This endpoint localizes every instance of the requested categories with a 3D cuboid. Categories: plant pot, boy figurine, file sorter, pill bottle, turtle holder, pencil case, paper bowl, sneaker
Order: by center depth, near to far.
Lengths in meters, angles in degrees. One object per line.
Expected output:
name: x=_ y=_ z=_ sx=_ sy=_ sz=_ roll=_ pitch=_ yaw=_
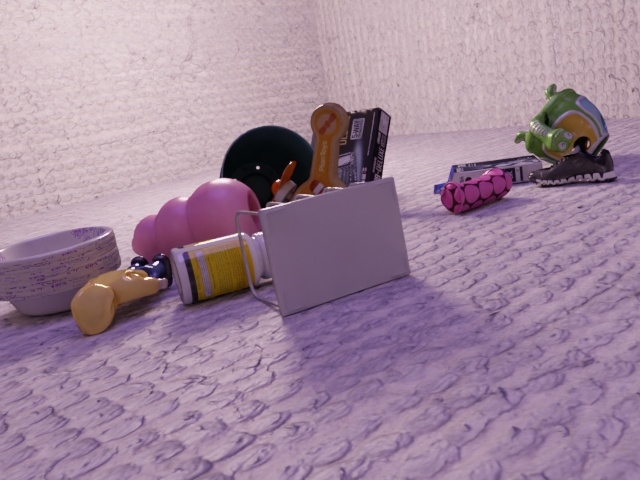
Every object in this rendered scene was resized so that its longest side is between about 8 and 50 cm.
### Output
file sorter: x=0.000 y=0.000 z=1.229 sx=0.277 sy=0.193 sz=0.173 roll=-16 pitch=12 yaw=-25
boy figurine: x=-0.402 y=0.102 z=1.299 sx=0.177 sy=0.092 sz=0.285 roll=-6 pitch=15 yaw=13
pill bottle: x=-0.194 y=0.050 z=1.305 sx=0.208 sy=0.119 sz=0.119 roll=-14 pitch=14 yaw=-19
paper bowl: x=-0.596 y=0.073 z=1.434 sx=0.284 sy=0.148 sz=0.284 roll=-9 pitch=14 yaw=2
pencil case: x=0.416 y=-0.137 z=1.715 sx=0.209 sy=0.095 sz=0.098 roll=-17 pitch=50 yaw=-35
sneaker: x=0.705 y=-0.213 z=1.785 sx=0.234 sy=0.106 sz=0.078 roll=-2 pitch=14 yaw=29
plant pot: x=-0.166 y=-0.165 z=1.863 sx=0.293 sy=0.293 sz=0.235 roll=-14 pitch=-1 yaw=-19
turtle holder: x=0.778 y=-0.355 z=2.002 sx=0.227 sy=0.243 sz=0.320 roll=40 pitch=4 yaw=22

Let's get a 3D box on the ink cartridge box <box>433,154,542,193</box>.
ink cartridge box: x=0.520 y=-0.211 z=2.005 sx=0.332 sy=0.065 sz=0.165 roll=-8 pitch=14 yaw=12

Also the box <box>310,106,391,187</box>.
box: x=0.075 y=-0.235 z=1.912 sx=0.242 sy=0.307 sz=0.076 roll=2 pitch=-13 yaw=38

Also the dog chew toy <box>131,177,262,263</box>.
dog chew toy: x=-0.312 y=-0.029 z=1.571 sx=0.331 sy=0.207 sz=0.206 roll=-15 pitch=12 yaw=12

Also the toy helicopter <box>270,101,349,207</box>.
toy helicopter: x=-0.009 y=-0.132 z=1.420 sx=0.235 sy=0.355 sz=0.140 roll=15 pitch=23 yaw=21
